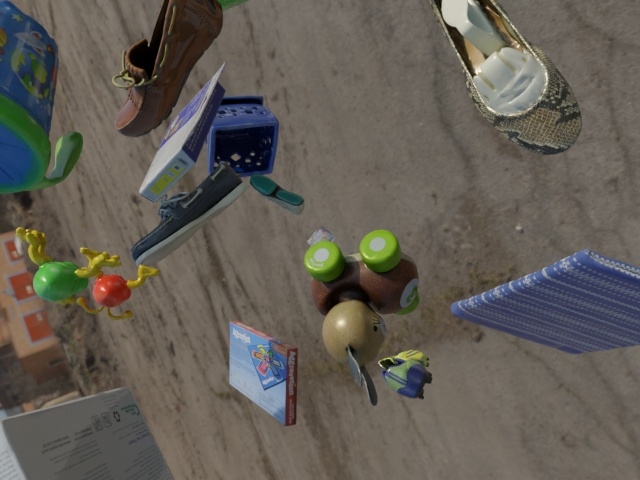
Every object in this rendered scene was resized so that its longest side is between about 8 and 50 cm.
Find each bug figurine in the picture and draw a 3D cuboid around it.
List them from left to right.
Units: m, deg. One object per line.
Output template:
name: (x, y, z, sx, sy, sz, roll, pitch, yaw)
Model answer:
bug figurine: (-0.313, 0.021, 0.567, 0.216, 0.279, 0.072, 161, 127, -75)

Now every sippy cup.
sippy cup: (-0.498, -0.224, 0.818, 0.305, 0.240, 0.223, 112, 162, -60)

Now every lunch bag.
lunch bag: (0.000, 0.000, 2.018, 0.071, 0.083, 0.053, 41, 158, 0)

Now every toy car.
toy car: (0.061, 0.110, 0.728, 0.155, 0.149, 0.188, 60, -156, -51)

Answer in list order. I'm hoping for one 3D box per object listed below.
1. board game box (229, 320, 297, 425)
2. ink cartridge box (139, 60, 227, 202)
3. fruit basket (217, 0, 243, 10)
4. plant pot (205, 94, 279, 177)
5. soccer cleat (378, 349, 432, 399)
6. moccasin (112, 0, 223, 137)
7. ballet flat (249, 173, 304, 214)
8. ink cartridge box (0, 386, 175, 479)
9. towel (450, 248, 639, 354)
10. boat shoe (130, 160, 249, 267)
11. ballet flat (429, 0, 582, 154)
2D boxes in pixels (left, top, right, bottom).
board game box: (-0.123, 0.258, 1.131, 0.281, 0.027, 0.144, 6, 97, 60)
ink cartridge box: (-0.349, -0.289, 1.498, 0.307, 0.072, 0.303, -29, 36, 39)
fruit basket: (-0.263, -0.680, 1.295, 0.392, 0.392, 0.282, 10, 132, 58)
plant pot: (-0.291, -0.375, 1.951, 0.235, 0.236, 0.212, 104, 151, -47)
soccer cleat: (0.202, 0.312, 1.380, 0.121, 0.093, 0.289, 25, -179, 4)
moccasin: (-0.349, -0.360, 1.157, 0.380, 0.147, 0.139, -37, 54, 41)
ballet flat: (-0.116, -0.113, 1.431, 0.168, 0.057, 0.052, 31, 146, 19)
ink cartridge box: (-0.255, 0.354, 0.688, 0.329, 0.072, 0.324, 60, 179, 10)
towel: (0.355, 0.093, 0.761, 0.336, 0.244, 0.040, 128, 158, -68)
boat shoe: (-0.228, -0.051, 0.946, 0.079, 0.254, 0.095, 49, 149, -4)
ballet flat: (0.338, -0.379, 1.121, 0.164, 0.182, 0.482, -36, 62, 27)
